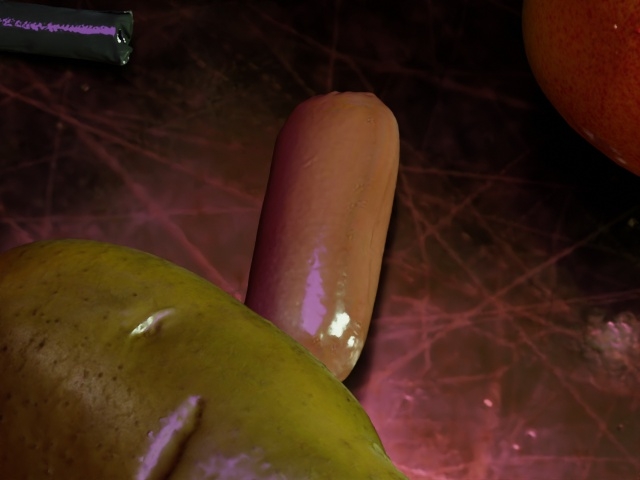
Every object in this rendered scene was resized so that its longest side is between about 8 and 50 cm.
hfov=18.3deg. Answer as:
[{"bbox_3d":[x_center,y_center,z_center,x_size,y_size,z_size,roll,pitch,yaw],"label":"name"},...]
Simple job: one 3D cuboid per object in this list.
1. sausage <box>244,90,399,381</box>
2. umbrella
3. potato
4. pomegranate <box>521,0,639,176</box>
[{"bbox_3d":[0.000,0.000,1.144,0.077,0.077,0.194,7,65,5],"label":"sausage"},{"bbox_3d":[-0.180,-0.132,1.237,0.133,0.031,0.036,7,38,5],"label":"umbrella"},{"bbox_3d":[-0.072,0.139,1.039,0.176,0.195,0.369,-8,47,-49],"label":"potato"},{"bbox_3d":[0.209,-0.148,1.142,0.256,0.221,0.221,33,69,24],"label":"pomegranate"}]
